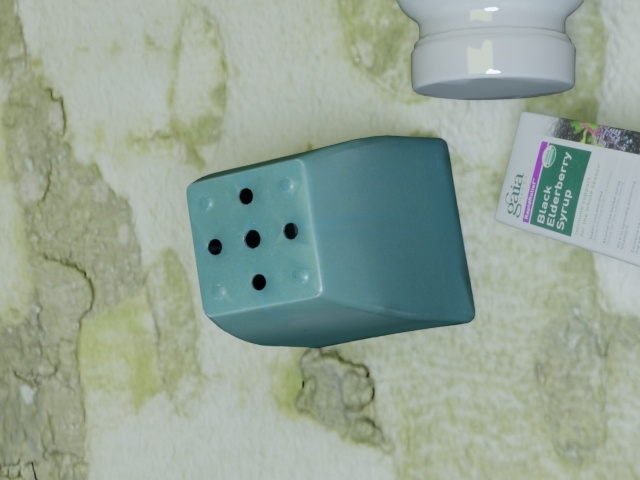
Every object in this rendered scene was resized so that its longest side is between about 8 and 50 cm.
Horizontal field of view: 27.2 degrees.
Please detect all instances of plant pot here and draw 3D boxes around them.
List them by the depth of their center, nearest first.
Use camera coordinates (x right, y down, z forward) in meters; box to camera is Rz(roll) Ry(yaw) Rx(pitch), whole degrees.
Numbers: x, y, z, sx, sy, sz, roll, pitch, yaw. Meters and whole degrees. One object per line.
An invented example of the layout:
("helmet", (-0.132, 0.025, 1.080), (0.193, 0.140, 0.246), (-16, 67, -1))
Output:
("plant pot", (0.000, 0.000, 1.088), (0.165, 0.234, 0.165), (-11, 83, 25))

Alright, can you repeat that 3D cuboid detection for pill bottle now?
("pill bottle", (0.137, -0.260, 1.069), (0.162, 0.162, 0.278), (-1, 88, 26))

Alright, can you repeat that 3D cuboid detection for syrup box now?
("syrup box", (0.236, -0.031, 0.986), (0.237, 0.096, 0.093), (24, 102, 62))
